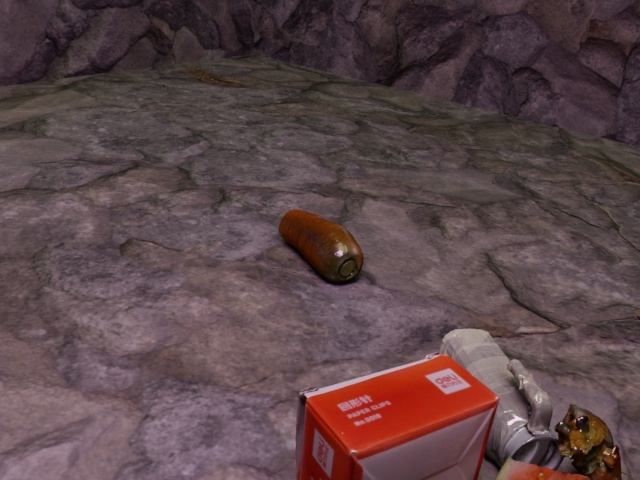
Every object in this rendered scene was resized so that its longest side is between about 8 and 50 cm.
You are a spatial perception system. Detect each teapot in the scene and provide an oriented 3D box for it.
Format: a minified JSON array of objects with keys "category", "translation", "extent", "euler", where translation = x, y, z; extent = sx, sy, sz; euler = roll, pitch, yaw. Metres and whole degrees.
[{"category":"teapot","translation":[0.210,0.175,0.778],"extent":[0.077,0.107,0.200],"euler":[4,25,-15]}]

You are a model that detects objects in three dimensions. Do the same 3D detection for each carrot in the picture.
[{"category":"carrot","translation":[0.000,0.000,1.128],"extent":[0.087,0.087,0.193],"euler":[-9,31,-28]}]

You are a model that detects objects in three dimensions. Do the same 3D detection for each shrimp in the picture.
[{"category":"shrimp","translation":[0.267,0.214,0.641],"extent":[0.051,0.217,0.115],"euler":[-31,57,10]}]

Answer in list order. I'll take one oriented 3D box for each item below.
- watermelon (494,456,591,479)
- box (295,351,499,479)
[{"category":"watermelon","translation":[0.232,0.281,0.584],"extent":[0.145,0.137,0.193],"euler":[38,31,-4]},{"category":"box","translation":[0.070,0.203,0.659],"extent":[0.182,0.133,0.099],"euler":[-12,29,-29]}]
